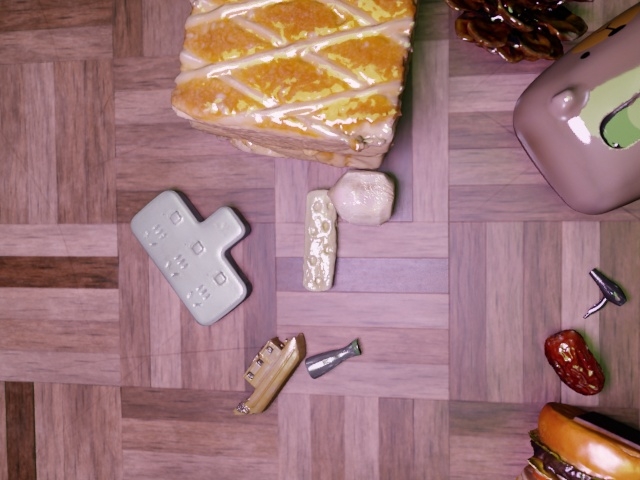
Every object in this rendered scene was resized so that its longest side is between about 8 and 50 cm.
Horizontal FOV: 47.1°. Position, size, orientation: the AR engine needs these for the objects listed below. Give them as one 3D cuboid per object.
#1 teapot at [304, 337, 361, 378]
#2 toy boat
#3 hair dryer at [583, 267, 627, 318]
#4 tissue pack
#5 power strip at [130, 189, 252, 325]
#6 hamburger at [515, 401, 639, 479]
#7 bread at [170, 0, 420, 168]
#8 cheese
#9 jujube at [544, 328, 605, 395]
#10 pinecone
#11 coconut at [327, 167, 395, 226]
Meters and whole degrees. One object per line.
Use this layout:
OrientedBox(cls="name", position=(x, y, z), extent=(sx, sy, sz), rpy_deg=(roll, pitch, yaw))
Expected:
OrientedBox(cls="teapot", position=(0.027, 0.223, 1.396), extent=(0.110, 0.043, 0.043), rpy_deg=(-26, 87, 9))
OrientedBox(cls="toy boat", position=(-0.103, 0.257, 1.417), extent=(0.077, 0.057, 0.200), rpy_deg=(37, 100, 13))
OrientedBox(cls="hair dryer", position=(0.488, 0.101, 1.303), extent=(0.079, 0.031, 0.083), rpy_deg=(48, 109, 17))
OrientedBox(cls="tissue pack", position=(0.511, -0.223, 1.156), extent=(0.387, 0.277, 0.267), rpy_deg=(-34, 88, 12))
OrientedBox(cls="power strip", position=(-0.228, 0.013, 1.429), extent=(0.193, 0.059, 0.265), rpy_deg=(-38, 84, 11))
OrientedBox(cls="hamburger", position=(0.457, 0.412, 1.197), extent=(0.291, 0.291, 0.225), rpy_deg=(24, 94, 10))
OrientedBox(cls="bread", position=(-0.024, -0.327, 1.253), extent=(0.390, 0.279, 0.371), rpy_deg=(8, 89, 12))
OrientedBox(cls="cheese", position=(0.000, 0.000, 1.389), extent=(0.065, 0.043, 0.194), rpy_deg=(5, 93, 13))
OrientedBox(cls="jujube", position=(0.449, 0.216, 1.294), extent=(0.077, 0.077, 0.129), rpy_deg=(-36, 96, 11))
OrientedBox(cls="pinecone", position=(0.339, -0.415, 1.182), extent=(0.244, 0.244, 0.309), rpy_deg=(37, 137, 8))
OrientedBox(cls="coconut", position=(0.073, -0.082, 1.339), extent=(0.124, 0.110, 0.110), rpy_deg=(8, 94, 6))
